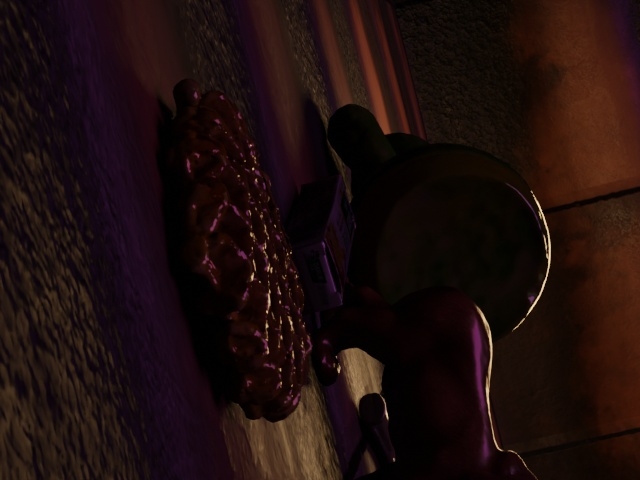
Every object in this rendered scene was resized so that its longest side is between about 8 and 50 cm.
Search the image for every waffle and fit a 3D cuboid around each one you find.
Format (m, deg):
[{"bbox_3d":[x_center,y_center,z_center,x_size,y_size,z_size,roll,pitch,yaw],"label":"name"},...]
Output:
[{"bbox_3d":[-0.042,0.009,0.866,0.191,0.038,0.191,-14,90,-83],"label":"waffle"}]

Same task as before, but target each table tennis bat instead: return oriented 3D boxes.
[{"bbox_3d":[0.067,0.193,1.419,0.246,0.022,0.138,65,13,-60],"label":"table tennis bat"}]

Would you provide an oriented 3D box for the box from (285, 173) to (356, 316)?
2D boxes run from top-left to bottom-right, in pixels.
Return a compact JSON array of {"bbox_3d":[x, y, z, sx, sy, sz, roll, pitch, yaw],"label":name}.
[{"bbox_3d":[0.000,0.000,1.186,0.207,0.041,0.050,-76,149,-75],"label":"box"}]

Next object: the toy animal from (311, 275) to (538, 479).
[{"bbox_3d":[0.082,0.133,1.120,0.097,0.157,0.312,64,15,-62],"label":"toy animal"}]

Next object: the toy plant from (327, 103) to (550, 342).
[{"bbox_3d":[0.090,-0.021,1.530,0.224,0.184,0.316,53,1,-15],"label":"toy plant"}]
